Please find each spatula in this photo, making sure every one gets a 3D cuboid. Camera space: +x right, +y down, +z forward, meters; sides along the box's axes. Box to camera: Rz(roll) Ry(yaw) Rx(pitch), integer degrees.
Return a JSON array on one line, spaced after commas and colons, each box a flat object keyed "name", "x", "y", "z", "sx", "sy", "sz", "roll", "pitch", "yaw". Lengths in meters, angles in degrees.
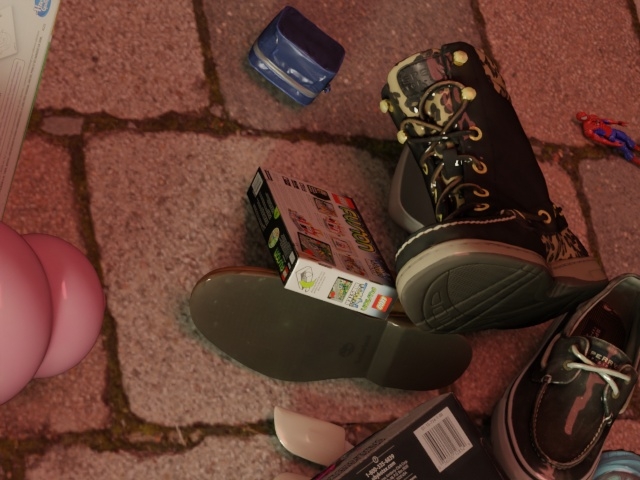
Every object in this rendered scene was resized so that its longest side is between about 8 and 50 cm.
[{"name": "spatula", "x": 0.046, "y": 0.274, "z": 1.888, "sx": 0.242, "sy": 0.019, "sz": 0.168, "roll": 22, "pitch": 54, "yaw": -28}]

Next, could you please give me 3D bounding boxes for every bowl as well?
[{"name": "bowl", "x": 0.137, "y": -0.046, "z": 2.093, "sx": 0.142, "sy": 0.053, "sz": 0.142, "roll": 32, "pitch": 53, "yaw": -17}]

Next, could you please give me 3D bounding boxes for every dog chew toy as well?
[{"name": "dog chew toy", "x": -0.325, "y": 0.062, "z": 1.628, "sx": 0.332, "sy": 0.207, "sz": 0.206, "roll": -4, "pitch": 69, "yaw": -45}]

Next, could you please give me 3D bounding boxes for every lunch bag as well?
[{"name": "lunch bag", "x": -0.025, "y": -0.194, "z": 2.052, "sx": 0.098, "sy": 0.065, "sz": 0.067, "roll": 39, "pitch": 35, "yaw": -11}]

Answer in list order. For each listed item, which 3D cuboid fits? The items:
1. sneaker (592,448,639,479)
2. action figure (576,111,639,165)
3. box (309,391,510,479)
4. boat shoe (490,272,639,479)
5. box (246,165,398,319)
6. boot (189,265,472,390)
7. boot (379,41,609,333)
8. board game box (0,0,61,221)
[{"name": "sneaker", "x": 0.380, "y": 0.334, "z": 2.020, "sx": 0.262, "sy": 0.104, "sz": 0.125, "roll": 28, "pitch": 36, "yaw": -9}, {"name": "action figure", "x": 0.356, "y": -0.126, "z": 2.306, "sx": 0.115, "sy": 0.030, "sz": 0.038, "roll": 27, "pitch": 59, "yaw": -19}, {"name": "box", "x": 0.053, "y": 0.278, "z": 1.782, "sx": 0.247, "sy": 0.142, "sz": 0.163, "roll": -32, "pitch": 88, "yaw": -45}, {"name": "boat shoe", "x": 0.271, "y": 0.142, "z": 2.011, "sx": 0.121, "sy": 0.119, "sz": 0.335, "roll": 31, "pitch": 40, "yaw": -4}, {"name": "box", "x": 0.000, "y": 0.000, "z": 1.906, "sx": 0.114, "sy": 0.036, "sz": 0.207, "roll": 19, "pitch": 21, "yaw": -21}, {"name": "boot", "x": 0.000, "y": 0.072, "z": 1.928, "sx": 0.305, "sy": 0.112, "sz": 0.115, "roll": 14, "pitch": 32, "yaw": -26}, {"name": "boot", "x": 0.142, "y": -0.058, "z": 1.931, "sx": 0.377, "sy": 0.138, "sz": 0.284, "roll": 5, "pitch": 58, "yaw": -58}, {"name": "board game box", "x": -0.407, "y": -0.165, "z": 1.691, "sx": 0.317, "sy": 0.064, "sz": 0.242, "roll": 15, "pitch": 92, "yaw": -28}]
